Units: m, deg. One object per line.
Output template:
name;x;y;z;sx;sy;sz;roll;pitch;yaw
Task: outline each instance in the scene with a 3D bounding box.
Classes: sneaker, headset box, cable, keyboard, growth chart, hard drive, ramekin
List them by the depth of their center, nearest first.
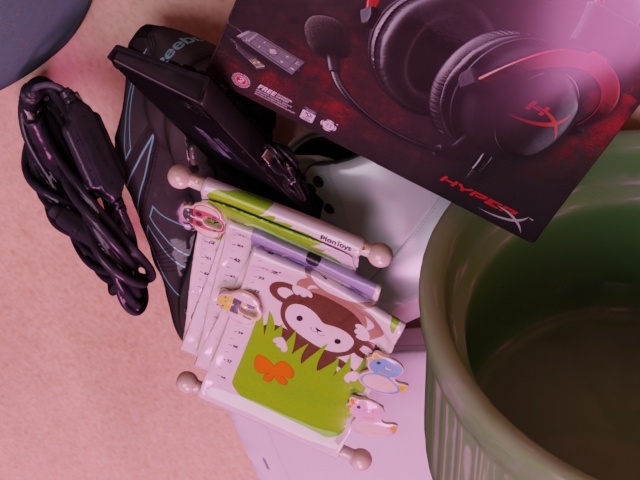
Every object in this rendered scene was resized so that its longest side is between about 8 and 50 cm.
headset box;0.090;-0.160;0.849;0.218;0.110;0.293;27;141;-3
ramekin;0.202;0.087;0.962;0.303;0.303;0.148;18;136;13
keyboard;-0.047;-0.059;0.980;0.108;0.023;0.180;28;172;29
growth chart;-0.021;0.058;1.081;0.172;0.021;0.237;18;138;11
sneaker;0.000;0.000;1.121;0.256;0.094;0.151;-30;111;29
sneaker;-0.085;-0.036;1.157;0.106;0.101;0.267;36;140;33
cable;-0.174;-0.028;1.167;0.150;0.047;0.184;-7;110;65
hard drive;0.087;0.152;1.217;0.307;0.040;0.203;-4;124;28

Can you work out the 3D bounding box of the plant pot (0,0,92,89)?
plant pot;-0.317;-0.190;1.075;0.290;0.195;0.290;13;128;17
